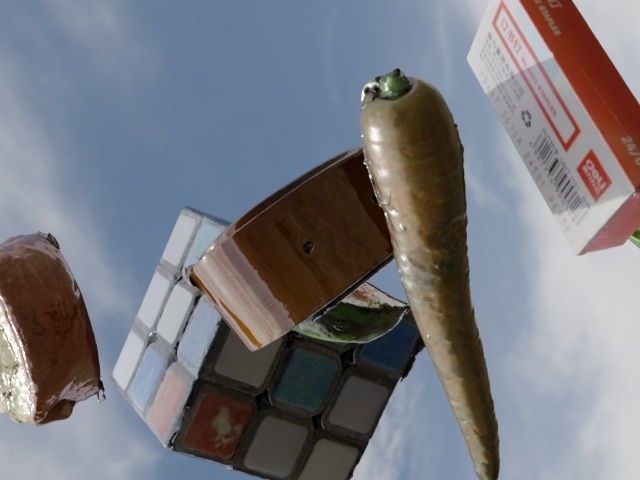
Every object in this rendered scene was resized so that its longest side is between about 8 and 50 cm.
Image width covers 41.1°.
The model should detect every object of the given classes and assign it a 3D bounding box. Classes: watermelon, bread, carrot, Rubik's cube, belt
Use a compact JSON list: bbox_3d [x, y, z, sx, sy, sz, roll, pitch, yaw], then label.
[{"bbox_3d":[-0.010,0.055,1.046,0.119,0.245,0.063,-52,-18,-55],"label":"watermelon"},{"bbox_3d":[-0.362,0.113,1.059,0.123,0.190,0.244,-28,-89,-48],"label":"bread"},{"bbox_3d":[0.066,0.031,0.448,0.049,0.049,0.254,-43,-55,-47],"label":"carrot"},{"bbox_3d":[-0.098,0.172,1.430,0.358,0.363,0.362,22,-87,-32],"label":"Rubik's cube"},{"bbox_3d":[0.000,0.000,0.743,0.105,0.184,0.261,53,-142,1],"label":"belt"}]

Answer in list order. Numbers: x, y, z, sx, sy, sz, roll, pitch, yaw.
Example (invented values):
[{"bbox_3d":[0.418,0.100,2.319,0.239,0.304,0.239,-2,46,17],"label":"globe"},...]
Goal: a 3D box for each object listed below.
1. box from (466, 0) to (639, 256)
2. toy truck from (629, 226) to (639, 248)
[{"bbox_3d":[0.196,-0.111,0.702,0.123,0.050,0.229,102,148,-63],"label":"box"},{"bbox_3d":[0.342,-0.037,0.809,0.187,0.210,0.148,39,-103,-2],"label":"toy truck"}]
